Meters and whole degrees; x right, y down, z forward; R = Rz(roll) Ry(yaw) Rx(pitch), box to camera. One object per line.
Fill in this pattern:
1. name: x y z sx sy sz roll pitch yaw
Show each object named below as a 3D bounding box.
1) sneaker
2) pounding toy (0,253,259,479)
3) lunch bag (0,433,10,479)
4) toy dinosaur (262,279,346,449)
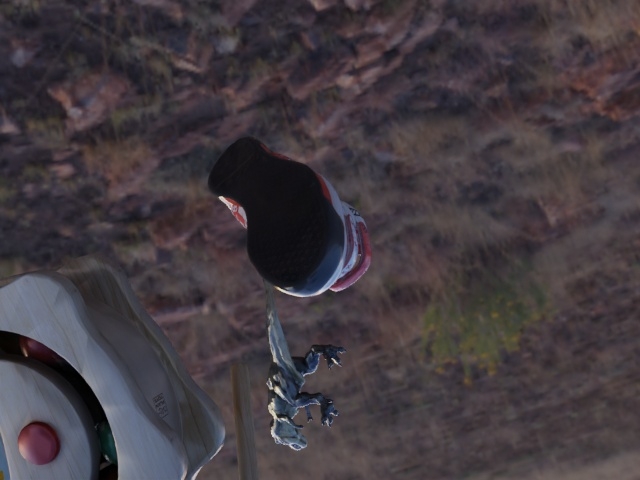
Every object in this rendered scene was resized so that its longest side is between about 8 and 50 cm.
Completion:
1. sneaker: 0.001 -0.001 0.874 0.145 0.270 0.090 36 95 -29
2. pounding toy: -0.144 0.133 0.706 0.154 0.269 0.155 -35 177 19
3. lunch bag: -0.394 0.237 0.911 0.223 0.262 0.160 -26 -172 13
4. toy dinosaur: -0.028 0.182 1.345 0.118 0.268 0.064 9 -157 33
